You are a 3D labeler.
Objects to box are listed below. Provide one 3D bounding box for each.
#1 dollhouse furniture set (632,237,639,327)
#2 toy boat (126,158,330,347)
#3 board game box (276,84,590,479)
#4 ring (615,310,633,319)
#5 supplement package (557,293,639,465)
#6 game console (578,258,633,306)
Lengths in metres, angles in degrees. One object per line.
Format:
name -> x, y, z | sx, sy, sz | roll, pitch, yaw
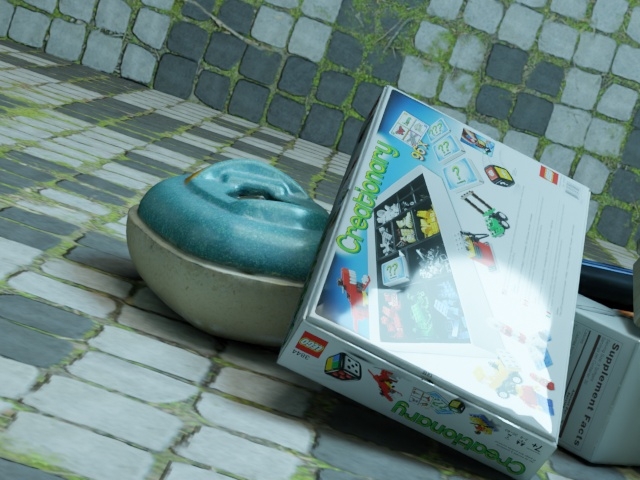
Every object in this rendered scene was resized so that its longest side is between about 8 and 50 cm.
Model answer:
dollhouse furniture set -> 0.413, 0.072, 1.136 | 0.303, 0.174, 0.355 | 34, 22, -3
toy boat -> 0.000, 0.000, 1.235 | 0.318, 0.148, 0.267 | 9, 11, -23
board game box -> 0.096, 0.019, 1.109 | 0.193, 0.053, 0.305 | 27, 39, -5
ring -> 0.515, 0.158, 1.824 | 0.336, 0.032, 0.336 | 17, 8, -3
supplement package -> 0.201, 0.101, 1.218 | 0.105, 0.105, 0.179 | 13, 10, -45
game console -> 0.288, 0.038, 1.677 | 0.386, 0.060, 0.342 | 11, -2, -24
